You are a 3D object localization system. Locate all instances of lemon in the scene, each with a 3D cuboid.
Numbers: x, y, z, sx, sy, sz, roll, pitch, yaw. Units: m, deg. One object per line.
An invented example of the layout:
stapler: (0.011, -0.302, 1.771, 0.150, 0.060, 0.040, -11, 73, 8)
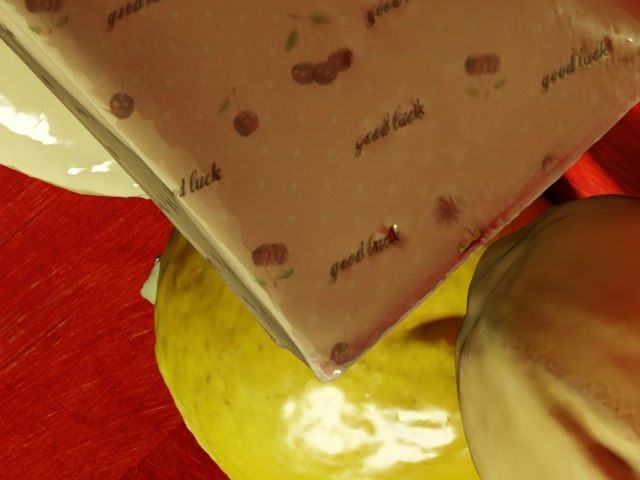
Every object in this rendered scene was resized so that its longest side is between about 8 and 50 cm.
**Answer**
lemon: (0.025, 0.042, 0.910, 0.316, 0.285, 0.285, 10, 150, 41)

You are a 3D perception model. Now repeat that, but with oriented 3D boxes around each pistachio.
pistachio: (0.160, 0.084, 0.605, 0.182, 0.162, 0.293, 14, -158, -43)

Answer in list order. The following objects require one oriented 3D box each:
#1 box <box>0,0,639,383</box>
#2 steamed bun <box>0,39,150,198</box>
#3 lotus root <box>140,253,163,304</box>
box: (-0.042, -0.119, 0.584, 0.297, 0.190, 0.225, 47, 177, -4)
steamed bun: (-0.252, -0.221, 1.080, 0.456, 0.289, 0.371, 25, 179, -8)
lotus root: (0.016, -0.001, 1.290, 0.260, 0.267, 0.149, 32, -140, -1)
